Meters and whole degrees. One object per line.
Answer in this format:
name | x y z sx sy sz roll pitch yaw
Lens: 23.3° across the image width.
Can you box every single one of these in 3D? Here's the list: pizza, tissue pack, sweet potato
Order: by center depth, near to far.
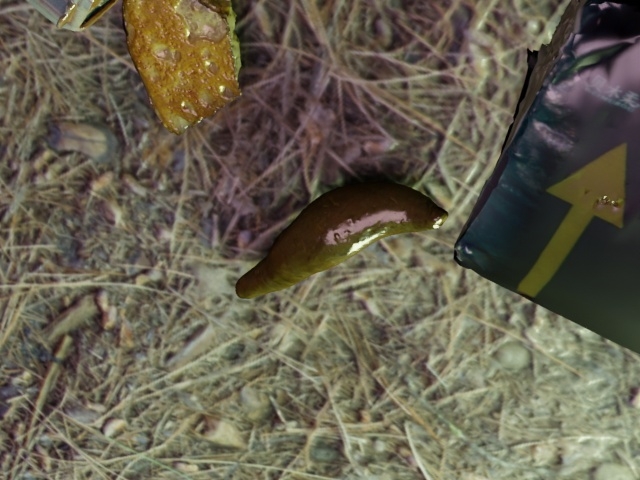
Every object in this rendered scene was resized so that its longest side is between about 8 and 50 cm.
tissue pack | 0.318 -0.042 0.915 0.417 0.264 0.253 26 138 4
pizza | -0.103 -0.151 1.183 0.099 0.035 0.160 7 132 21
sweet potato | -0.003 0.000 1.253 0.069 0.059 0.249 13 151 -41

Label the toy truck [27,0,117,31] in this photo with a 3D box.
toy truck | -0.233 -0.257 1.093 0.257 0.108 0.140 40 154 0
